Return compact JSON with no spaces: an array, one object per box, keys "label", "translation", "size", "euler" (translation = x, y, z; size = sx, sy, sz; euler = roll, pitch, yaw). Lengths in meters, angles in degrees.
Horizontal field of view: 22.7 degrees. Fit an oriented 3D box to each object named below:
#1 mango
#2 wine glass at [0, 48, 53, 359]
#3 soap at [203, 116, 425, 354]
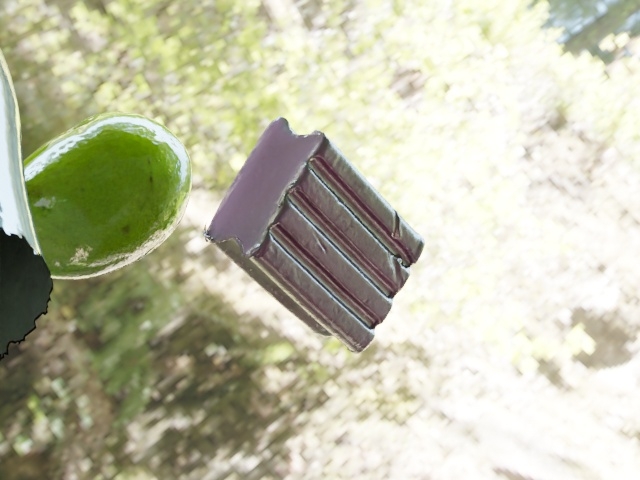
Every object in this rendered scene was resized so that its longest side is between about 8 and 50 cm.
[{"label":"mango","translation":[-0.109,-0.020,0.762],"size":[0.056,0.108,0.073],"euler":[12,-62,53]},{"label":"wine glass","translation":[-0.150,-0.053,0.532],"size":[0.093,0.093,0.202],"euler":[-60,-137,41]},{"label":"soap","translation":[0.000,0.000,1.320],"size":[0.065,0.122,0.203],"euler":[22,-14,36]}]
